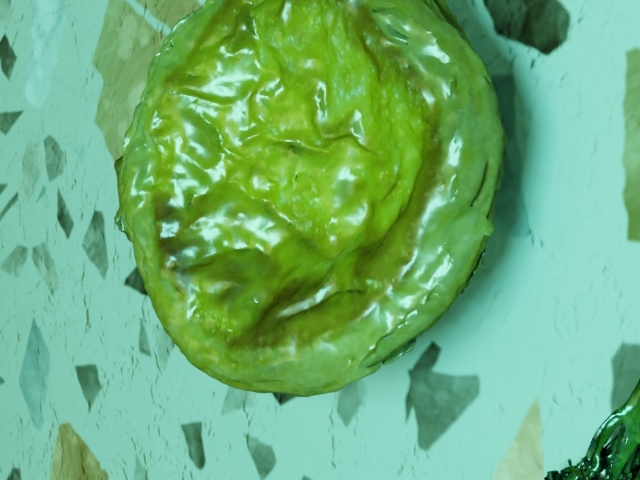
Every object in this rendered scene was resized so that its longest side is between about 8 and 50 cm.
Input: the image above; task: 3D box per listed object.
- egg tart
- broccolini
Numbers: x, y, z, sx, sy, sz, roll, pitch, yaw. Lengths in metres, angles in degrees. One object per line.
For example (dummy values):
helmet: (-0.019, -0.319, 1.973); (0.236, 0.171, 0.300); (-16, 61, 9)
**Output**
egg tart: (-0.001, -0.052, 1.006); (0.341, 0.129, 0.341); (0, 89, 34)
broccolini: (0.208, 0.087, 0.861); (0.071, 0.057, 0.254); (17, 114, 3)
